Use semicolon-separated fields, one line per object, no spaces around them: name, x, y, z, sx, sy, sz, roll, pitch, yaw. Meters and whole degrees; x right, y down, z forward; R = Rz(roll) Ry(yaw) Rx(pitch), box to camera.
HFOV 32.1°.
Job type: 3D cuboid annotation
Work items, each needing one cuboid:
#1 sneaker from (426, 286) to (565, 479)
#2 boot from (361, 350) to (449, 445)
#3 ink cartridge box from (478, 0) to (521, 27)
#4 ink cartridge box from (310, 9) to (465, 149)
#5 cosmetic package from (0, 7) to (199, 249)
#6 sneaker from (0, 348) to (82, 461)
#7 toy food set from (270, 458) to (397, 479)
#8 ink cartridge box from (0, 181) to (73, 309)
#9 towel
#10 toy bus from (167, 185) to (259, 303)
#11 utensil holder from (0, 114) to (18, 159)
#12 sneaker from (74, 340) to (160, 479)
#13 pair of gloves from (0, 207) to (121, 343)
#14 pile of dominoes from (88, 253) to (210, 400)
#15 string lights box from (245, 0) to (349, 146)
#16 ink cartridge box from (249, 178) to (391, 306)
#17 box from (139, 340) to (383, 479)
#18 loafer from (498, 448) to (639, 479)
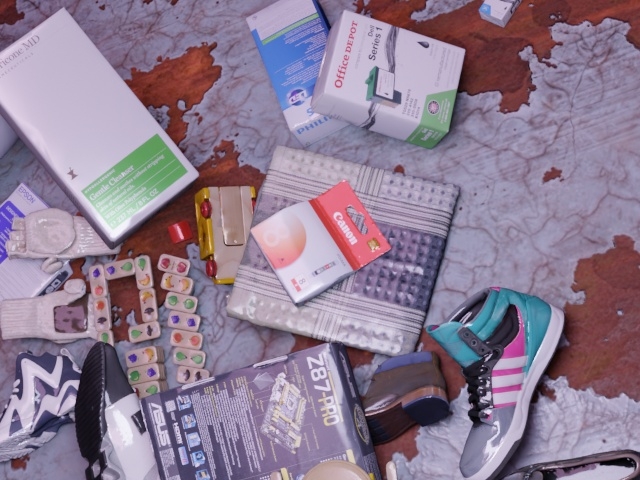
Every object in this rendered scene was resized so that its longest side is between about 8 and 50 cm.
sneaker;0.225;0.190;1.615;0.178;0.124;0.296;29;72;-11
boot;0.099;0.247;1.724;0.219;0.082;0.106;-20;38;22
ink cartridge box;0.316;-0.415;1.918;0.048;0.028;0.083;29;81;27
ink cartridge box;0.110;-0.266;1.843;0.219;0.092;0.160;16;73;-10
cosmetic package;-0.399;-0.186;1.914;0.197;0.155;0.365;-41;93;-12
sneaker;-0.508;0.269;1.911;0.235;0.094;0.153;-32;61;6
toy food set;0.024;0.375;1.566;0.192;0.038;0.133;-7;75;16
ink cartridge box;-0.554;0.027;2.049;0.206;0.045;0.208;40;84;27
towel;0.034;0.016;1.811;0.324;0.056;0.312;15;77;9
toy bus;-0.157;0.005;1.879;0.191;0.104;0.202;43;69;-9
utensil holder;-0.753;-0.216;2.067;0.327;0.327;0.385;37;84;28
sneaker;-0.307;0.323;1.801;0.122;0.146;0.331;-40;56;48
pair of gloves;-0.462;0.061;1.968;0.204;0.042;0.240;3;80;1
pile of dominoes;-0.298;0.145;1.885;0.195;0.040;0.251;-13;78;14
string lights box;-0.025;-0.310;1.974;0.133;0.077;0.260;-25;63;9
ink cartridge box;0.000;0.000;1.768;0.179;0.045;0.145;-33;75;-1
box;-0.068;0.379;1.649;0.318;0.097;0.395;-19;80;14
loafer;0.333;0.349;1.574;0.267;0.084;0.096;-21;64;11
